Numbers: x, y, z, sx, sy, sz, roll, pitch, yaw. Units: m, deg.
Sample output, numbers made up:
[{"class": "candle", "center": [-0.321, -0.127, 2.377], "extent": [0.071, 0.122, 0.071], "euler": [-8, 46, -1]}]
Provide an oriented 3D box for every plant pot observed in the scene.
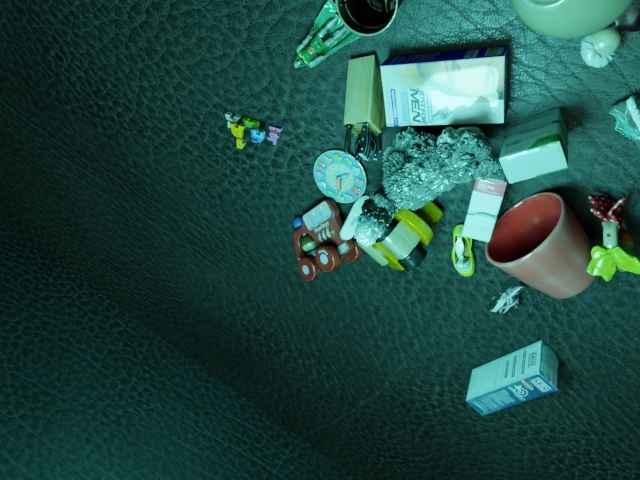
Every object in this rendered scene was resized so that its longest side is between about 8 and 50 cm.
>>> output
[{"class": "plant pot", "center": [0.145, -0.650, 1.298], "extent": [0.167, 0.165, 0.167], "euler": [14, 130, 17]}, {"class": "plant pot", "center": [0.532, -0.583, 1.070], "extent": [0.284, 0.191, 0.284], "euler": [24, 128, 35]}, {"class": "plant pot", "center": [0.688, 0.032, 1.487], "extent": [0.243, 0.275, 0.275], "euler": [38, 134, -16]}]

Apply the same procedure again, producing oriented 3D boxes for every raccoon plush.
[{"class": "raccoon plush", "center": [0.315, -0.138, 1.407], "extent": [0.216, 0.446, 0.299], "euler": [21, -176, -29]}]

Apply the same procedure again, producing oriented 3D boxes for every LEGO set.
[{"class": "LEGO set", "center": [-0.259, -0.381, 1.774], "extent": [0.227, 0.087, 0.093], "euler": [19, 131, 15]}]

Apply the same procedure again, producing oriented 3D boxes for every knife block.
[{"class": "knife block", "center": [0.123, -0.381, 1.464], "extent": [0.088, 0.242, 0.275], "euler": [-1, 124, 27]}]

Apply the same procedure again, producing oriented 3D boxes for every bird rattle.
[{"class": "bird rattle", "center": [0.841, -0.007, 1.414], "extent": [0.143, 0.253, 0.207], "euler": [-17, 153, 37]}]

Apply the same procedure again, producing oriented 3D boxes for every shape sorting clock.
[{"class": "shape sorting clock", "center": [0.068, -0.225, 1.751], "extent": [0.206, 0.040, 0.206], "euler": [14, 130, 18]}]

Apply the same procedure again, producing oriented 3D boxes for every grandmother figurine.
[{"class": "grandmother figurine", "center": [0.715, -0.561, 1.112], "extent": [0.208, 0.104, 0.342], "euler": [34, 131, 13]}]

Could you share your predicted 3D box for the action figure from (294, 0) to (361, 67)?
[{"class": "action figure", "center": [-0.004, -0.599, 1.492], "extent": [0.137, 0.063, 0.232], "euler": [46, 136, -15]}]

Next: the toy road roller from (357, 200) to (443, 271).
[{"class": "toy road roller", "center": [0.280, -0.041, 1.709], "extent": [0.202, 0.240, 0.329], "euler": [42, 170, -7]}]

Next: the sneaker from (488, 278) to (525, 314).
[{"class": "sneaker", "center": [0.681, 0.203, 1.748], "extent": [0.077, 0.072, 0.178], "euler": [22, 141, -4]}]

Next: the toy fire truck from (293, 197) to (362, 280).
[{"class": "toy fire truck", "center": [0.000, 0.000, 1.892], "extent": [0.302, 0.169, 0.254], "euler": [-30, 82, 48]}]

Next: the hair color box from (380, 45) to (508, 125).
[{"class": "hair color box", "center": [0.352, -0.433, 1.397], "extent": [0.339, 0.110, 0.185], "euler": [3, 125, 24]}]

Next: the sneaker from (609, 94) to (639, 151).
[{"class": "sneaker", "center": [0.819, -0.301, 1.292], "extent": [0.076, 0.065, 0.166], "euler": [-9, 118, 52]}]

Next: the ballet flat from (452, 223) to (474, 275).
[{"class": "ballet flat", "center": [0.494, 0.050, 1.711], "extent": [0.077, 0.077, 0.231], "euler": [3, 126, 25]}]

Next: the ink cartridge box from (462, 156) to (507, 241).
[{"class": "ink cartridge box", "center": [0.510, -0.130, 1.509], "extent": [0.092, 0.158, 0.218], "euler": [13, 129, 17]}]

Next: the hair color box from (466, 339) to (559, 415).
[{"class": "hair color box", "center": [0.737, 0.535, 1.889], "extent": [0.105, 0.174, 0.347], "euler": [41, 133, -7]}]

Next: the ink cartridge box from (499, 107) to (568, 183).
[{"class": "ink cartridge box", "center": [0.585, -0.260, 1.336], "extent": [0.153, 0.208, 0.087], "euler": [-14, 120, 36]}]

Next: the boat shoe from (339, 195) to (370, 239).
[{"class": "boat shoe", "center": [0.126, -0.079, 1.763], "extent": [0.066, 0.184, 0.063], "euler": [28, 167, -8]}]
